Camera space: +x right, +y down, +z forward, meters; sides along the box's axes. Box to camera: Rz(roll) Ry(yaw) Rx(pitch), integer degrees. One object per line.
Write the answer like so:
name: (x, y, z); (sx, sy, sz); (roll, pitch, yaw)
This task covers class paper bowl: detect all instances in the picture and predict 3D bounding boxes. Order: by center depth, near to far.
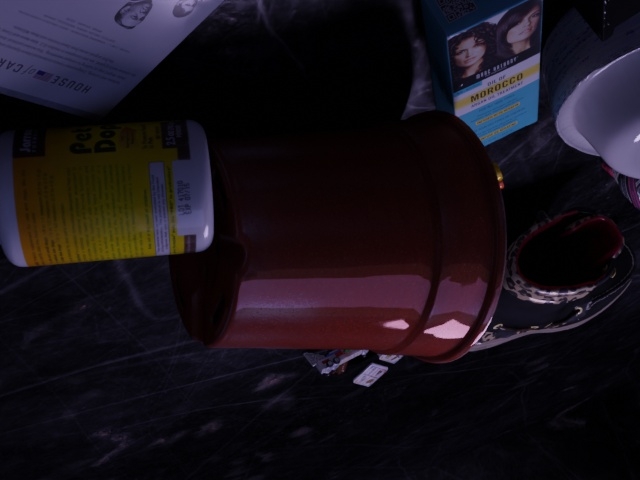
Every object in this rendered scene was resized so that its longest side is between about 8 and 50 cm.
paper bowl: (0.391, -0.166, 1.038); (0.284, 0.148, 0.284); (-6, 157, -3)

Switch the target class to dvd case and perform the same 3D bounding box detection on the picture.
dvd case: (-0.160, -0.186, 0.710); (0.239, 0.029, 0.179); (-37, 153, 26)

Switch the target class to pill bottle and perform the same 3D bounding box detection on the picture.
pill bottle: (-0.203, -0.040, 0.827); (0.215, 0.117, 0.117); (-5, 152, -10)

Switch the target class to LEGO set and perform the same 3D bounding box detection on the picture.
LEGO set: (0.088, 0.165, 1.652); (0.182, 0.060, 0.244); (-44, 153, 11)

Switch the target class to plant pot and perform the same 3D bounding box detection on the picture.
plant pot: (0.000, 0.000, 0.982); (0.265, 0.272, 0.272); (-2, 147, -27)

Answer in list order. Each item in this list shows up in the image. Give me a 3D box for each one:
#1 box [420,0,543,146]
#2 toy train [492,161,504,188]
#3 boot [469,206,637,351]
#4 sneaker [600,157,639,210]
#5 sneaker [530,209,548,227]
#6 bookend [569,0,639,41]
box: (0.168, -0.182, 0.987); (0.101, 0.060, 0.244); (-26, 156, 1)
toy train: (0.151, -0.071, 1.216); (0.166, 0.046, 0.125); (3, 145, -41)
boot: (0.383, 0.046, 1.501); (0.378, 0.138, 0.284); (-14, 162, -19)
sneaker: (0.485, -0.149, 1.288); (0.121, 0.112, 0.299); (-17, 153, -15)
sneaker: (0.343, -0.021, 1.506); (0.035, 0.031, 0.083); (-31, 155, 14)
bookend: (0.287, -0.272, 0.821); (0.157, 0.072, 0.156); (-32, 157, 4)
